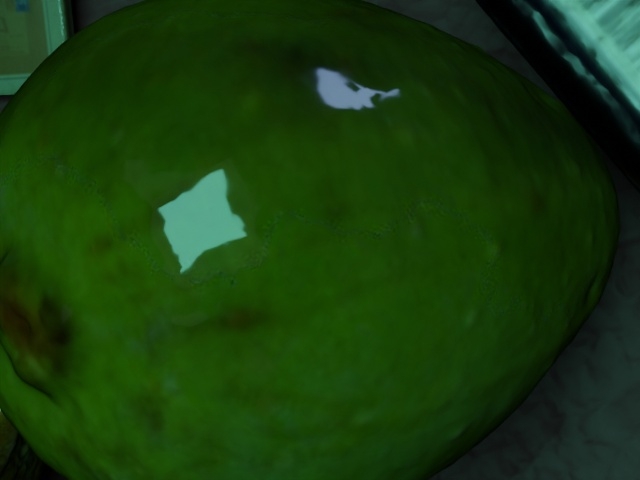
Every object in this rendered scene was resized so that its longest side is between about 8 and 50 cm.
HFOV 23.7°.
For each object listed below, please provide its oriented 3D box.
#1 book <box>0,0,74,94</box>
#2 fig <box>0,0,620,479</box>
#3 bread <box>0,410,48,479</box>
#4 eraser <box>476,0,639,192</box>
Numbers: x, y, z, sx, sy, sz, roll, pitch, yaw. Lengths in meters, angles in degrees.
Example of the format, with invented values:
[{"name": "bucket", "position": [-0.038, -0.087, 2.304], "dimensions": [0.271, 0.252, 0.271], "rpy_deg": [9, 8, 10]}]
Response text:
[{"name": "book", "position": [-0.268, -0.168, 0.930], "dimensions": [0.242, 0.018, 0.170], "rpy_deg": [-2, 100, 16]}, {"name": "fig", "position": [0.000, 0.000, 0.723], "dimensions": [0.326, 0.258, 0.258], "rpy_deg": [-13, 78, -30]}, {"name": "bread", "position": [-0.254, 0.063, 0.862], "dimensions": [0.268, 0.146, 0.268], "rpy_deg": [-3, 80, 16]}, {"name": "eraser", "position": [0.213, -0.083, 0.765], "dimensions": [0.155, 0.101, 0.332], "rpy_deg": [-40, 77, 7]}]
